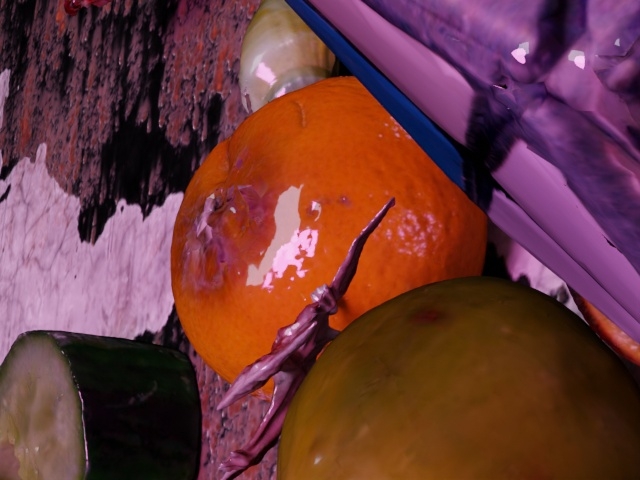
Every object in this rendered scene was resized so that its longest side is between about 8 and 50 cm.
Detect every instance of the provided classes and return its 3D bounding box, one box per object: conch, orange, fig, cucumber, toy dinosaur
[{"bbox_3d":[-0.026,-0.138,1.065,0.201,0.079,0.095,-95,22,-58],"label":"conch"},{"bbox_3d":[0.000,0.000,0.875,0.224,0.170,0.224,-25,58,48],"label":"orange"},{"bbox_3d":[0.058,0.121,0.674,0.203,0.225,0.203,13,107,48],"label":"fig"},{"bbox_3d":[-0.185,0.164,1.128,0.191,0.130,0.191,-15,71,51],"label":"cucumber"},{"bbox_3d":[-0.014,0.059,0.728,0.032,0.108,0.220,33,115,10],"label":"toy dinosaur"}]

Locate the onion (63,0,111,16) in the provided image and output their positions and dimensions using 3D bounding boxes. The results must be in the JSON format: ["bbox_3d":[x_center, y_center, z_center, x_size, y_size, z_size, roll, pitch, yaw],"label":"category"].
[{"bbox_3d":[-0.152,-0.329,1.288,0.227,0.120,0.283,40,106,53],"label":"onion"}]

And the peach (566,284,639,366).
[{"bbox_3d":[0.228,0.001,0.631,0.189,0.068,0.279,-54,38,4],"label":"peach"}]

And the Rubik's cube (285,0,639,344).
[{"bbox_3d":[0.163,-0.123,0.504,0.305,0.310,0.307,-49,39,2],"label":"Rubik's cube"}]
